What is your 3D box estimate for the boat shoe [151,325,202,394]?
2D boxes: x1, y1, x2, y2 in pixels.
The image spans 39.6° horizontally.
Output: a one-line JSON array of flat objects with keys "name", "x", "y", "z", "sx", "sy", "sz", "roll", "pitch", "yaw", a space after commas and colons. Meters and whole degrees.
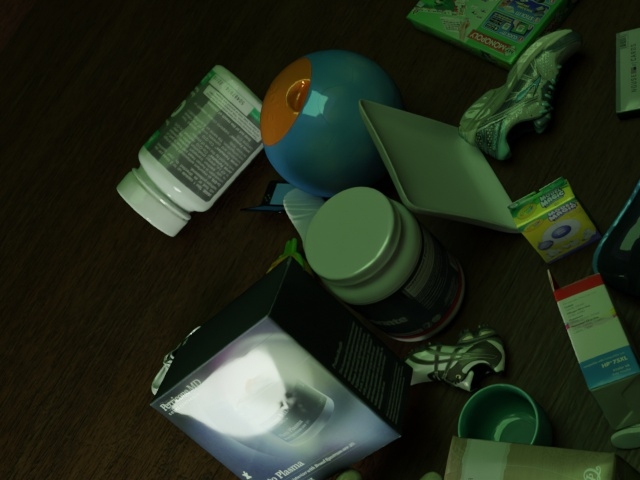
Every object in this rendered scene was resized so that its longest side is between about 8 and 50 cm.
[{"name": "boat shoe", "x": -0.289, "y": 0.248, "z": 1.835, "sx": 0.184, "sy": 0.063, "sz": 0.066, "roll": -40, "pitch": 48, "yaw": 9}]

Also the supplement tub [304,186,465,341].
[{"name": "supplement tub", "x": 0.114, "y": 0.044, "z": 1.527, "sx": 0.191, "sy": 0.272, "sz": 0.191, "roll": -18, "pitch": 55, "yaw": 27}]

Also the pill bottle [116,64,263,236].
[{"name": "pill bottle", "x": -0.273, "y": -0.196, "z": 1.990, "sx": 0.361, "sy": 0.204, "sz": 0.204, "roll": -48, "pitch": 47, "yaw": 1}]

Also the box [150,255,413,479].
[{"name": "box", "x": -0.062, "y": 0.239, "z": 1.455, "sx": 0.296, "sy": 0.294, "sz": 0.182, "roll": -39, "pitch": 15, "yaw": 29}]

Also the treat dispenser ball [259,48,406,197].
[{"name": "treat dispenser ball", "x": 0.025, "y": -0.227, "z": 1.741, "sx": 0.288, "sy": 0.288, "sz": 0.288, "roll": -17, "pitch": 55, "yaw": 27}]

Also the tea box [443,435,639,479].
[{"name": "tea box", "x": 0.298, "y": 0.453, "z": 1.121, "sx": 0.220, "sy": 0.323, "sz": 0.328, "roll": -2, "pitch": 63, "yaw": 35}]

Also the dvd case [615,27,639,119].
[{"name": "dvd case", "x": 0.632, "y": -0.309, "z": 1.533, "sx": 0.239, "sy": 0.029, "sz": 0.179, "roll": -8, "pitch": 60, "yaw": 33}]

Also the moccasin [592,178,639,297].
[{"name": "moccasin", "x": 0.564, "y": -0.061, "z": 1.388, "sx": 0.117, "sy": 0.138, "sz": 0.342, "roll": 35, "pitch": 101, "yaw": 38}]

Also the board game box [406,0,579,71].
[{"name": "board game box", "x": 0.350, "y": -0.482, "z": 1.824, "sx": 0.213, "sy": 0.046, "sz": 0.317, "roll": -51, "pitch": 47, "yaw": 0}]

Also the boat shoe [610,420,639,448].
[{"name": "boat shoe", "x": 0.473, "y": 0.274, "z": 1.303, "sx": 0.100, "sy": 0.035, "sz": 0.035, "roll": -28, "pitch": 24, "yaw": 24}]

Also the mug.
[{"name": "mug", "x": 0.281, "y": 0.307, "z": 1.372, "sx": 0.157, "sy": 0.097, "sz": 0.129, "roll": -48, "pitch": 48, "yaw": 3}]

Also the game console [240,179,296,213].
[{"name": "game console", "x": -0.093, "y": -0.093, "z": 1.892, "sx": 0.122, "sy": 0.071, "sz": 0.107, "roll": 5, "pitch": 68, "yaw": 37}]

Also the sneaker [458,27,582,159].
[{"name": "sneaker", "x": 0.394, "y": -0.263, "z": 1.645, "sx": 0.283, "sy": 0.110, "sz": 0.122, "roll": -47, "pitch": 65, "yaw": 6}]

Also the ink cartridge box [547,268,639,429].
[{"name": "ink cartridge box", "x": 0.420, "y": 0.147, "z": 1.328, "sx": 0.078, "sy": 0.134, "sz": 0.231, "roll": -24, "pitch": 44, "yaw": 17}]

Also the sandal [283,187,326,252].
[{"name": "sandal", "x": 0.009, "y": -0.005, "z": 1.766, "sx": 0.102, "sy": 0.076, "sz": 0.265, "roll": -26, "pitch": 50, "yaw": -4}]

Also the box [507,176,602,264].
[{"name": "box", "x": 0.381, "y": -0.032, "z": 1.446, "sx": 0.105, "sy": 0.179, "sz": 0.043, "roll": -30, "pitch": 50, "yaw": 18}]

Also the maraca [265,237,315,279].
[{"name": "maraca", "x": -0.063, "y": 0.076, "z": 1.753, "sx": 0.127, "sy": 0.099, "sz": 0.185, "roll": -58, "pitch": 25, "yaw": 32}]

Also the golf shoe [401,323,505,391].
[{"name": "golf shoe", "x": 0.215, "y": 0.215, "z": 1.488, "sx": 0.198, "sy": 0.077, "sz": 0.093, "roll": -27, "pitch": 52, "yaw": 22}]

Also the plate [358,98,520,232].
[{"name": "plate", "x": 0.208, "y": -0.122, "z": 1.583, "sx": 0.045, "sy": 0.278, "sz": 0.277, "roll": -53, "pitch": 42, "yaw": 34}]

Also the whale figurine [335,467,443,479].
[{"name": "whale figurine", "x": 0.084, "y": 0.468, "z": 1.415, "sx": 0.272, "sy": 0.141, "sz": 0.216, "roll": -23, "pitch": 64, "yaw": -5}]
